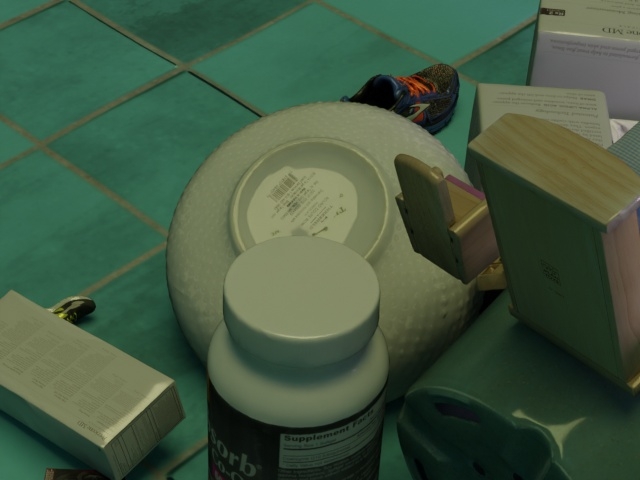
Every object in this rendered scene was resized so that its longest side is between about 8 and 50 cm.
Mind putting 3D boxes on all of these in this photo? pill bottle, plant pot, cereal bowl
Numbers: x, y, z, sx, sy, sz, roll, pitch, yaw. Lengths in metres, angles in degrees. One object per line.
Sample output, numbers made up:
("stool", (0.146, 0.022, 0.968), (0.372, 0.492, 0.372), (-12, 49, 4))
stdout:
("pill bottle", (-0.021, 0.142, 1.254), (0.162, 0.278, 0.162), (2, 40, -1))
("plant pot", (0.270, 0.138, 1.265), (0.341, 0.341, 0.334), (34, 58, 31))
("cereal bowl", (0.000, 0.000, 1.426), (0.338, 0.141, 0.339), (-3, 67, 8))

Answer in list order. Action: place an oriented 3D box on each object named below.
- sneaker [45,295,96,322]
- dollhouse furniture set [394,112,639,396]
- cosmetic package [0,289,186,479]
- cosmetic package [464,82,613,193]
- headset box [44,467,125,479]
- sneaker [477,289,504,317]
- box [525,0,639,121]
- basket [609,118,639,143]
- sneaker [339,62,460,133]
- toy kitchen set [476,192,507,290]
("sneaker", (-0.277, 0.087, 1.497), (0.083, 0.031, 0.035), (-19, 51, -11))
("dollhouse furniture set", (0.254, -0.085, 1.132), (0.303, 0.198, 0.286), (-39, 47, -18))
("cosmetic package", (-0.252, 0.139, 1.374), (0.239, 0.060, 0.099), (25, 51, 33))
("cosmetic package", (0.246, -0.065, 1.607), (0.151, 0.151, 0.184), (3, 42, 0))
("headset box", (-0.226, 0.245, 1.310), (0.083, 0.032, 0.062), (4, 40, -1))
("sneaker", (0.112, 0.051, 1.516), (0.147, 0.105, 0.295), (-34, 55, -21))
("box", (0.348, -0.202, 1.749), (0.180, 0.182, 0.119), (8, 40, 6))
("basket", (0.409, -0.065, 1.653), (0.167, 0.103, 0.113), (6, 41, 3))
("sneaker", (0.099, -0.173, 1.773), (0.083, 0.087, 0.221), (33, 49, 29))
("toy kitchen set", (0.190, -0.003, 1.383), (0.068, 0.083, 0.075), (-7, 12, 24))
